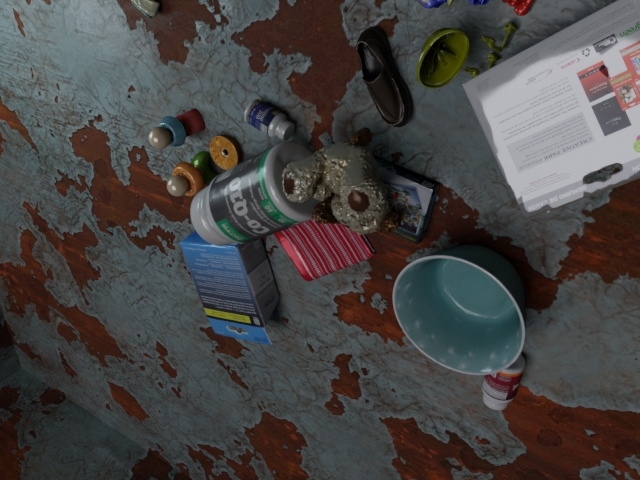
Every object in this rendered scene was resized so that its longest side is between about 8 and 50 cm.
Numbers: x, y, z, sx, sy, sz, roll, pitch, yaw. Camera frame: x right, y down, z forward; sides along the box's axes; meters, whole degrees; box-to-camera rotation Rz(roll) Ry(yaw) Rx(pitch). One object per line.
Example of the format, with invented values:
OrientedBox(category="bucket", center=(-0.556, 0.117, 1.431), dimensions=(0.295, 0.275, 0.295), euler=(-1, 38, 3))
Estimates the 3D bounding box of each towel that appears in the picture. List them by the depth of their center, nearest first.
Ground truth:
OrientedBox(category="towel", center=(0.000, 0.000, 1.702), dimensions=(0.274, 0.031, 0.199), euler=(-24, 103, 44))

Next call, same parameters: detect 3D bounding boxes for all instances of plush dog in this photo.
OrientedBox(category="plush dog", center=(0.074, -0.109, 1.427), dimensions=(0.262, 0.211, 0.225), euler=(15, 143, 33))

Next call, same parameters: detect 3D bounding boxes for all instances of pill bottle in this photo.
OrientedBox(category="pill bottle", center=(0.445, 0.342, 1.545), dimensions=(0.086, 0.086, 0.152), euler=(22, 130, 25))
OrientedBox(category="pill bottle", center=(-0.126, -0.299, 1.574), dimensions=(0.120, 0.067, 0.067), euler=(32, 133, 16))
OrientedBox(category="pill bottle", center=(-0.169, -0.107, 1.638), dimensions=(0.361, 0.204, 0.204), euler=(-19, 105, 44))

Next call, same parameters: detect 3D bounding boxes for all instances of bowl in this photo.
OrientedBox(category="bowl", center=(0.337, 0.134, 1.435), dimensions=(0.311, 0.163, 0.312), euler=(19, 127, 27))

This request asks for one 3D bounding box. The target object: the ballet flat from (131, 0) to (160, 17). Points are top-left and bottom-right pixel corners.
OrientedBox(category="ballet flat", center=(-0.485, -0.646, 1.643), dimensions=(0.168, 0.057, 0.052), euler=(38, 107, 7))

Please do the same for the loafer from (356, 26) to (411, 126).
OrientedBox(category="loafer", center=(0.124, -0.339, 1.345), dimensions=(0.080, 0.078, 0.220), euler=(-12, 110, 42))

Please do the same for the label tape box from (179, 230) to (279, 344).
OrientedBox(category="label tape box", center=(-0.264, 0.138, 1.942), dimensions=(0.249, 0.115, 0.348), euler=(4, 123, 36))

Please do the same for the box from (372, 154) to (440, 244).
OrientedBox(category="box", center=(0.155, -0.107, 1.499), dimensions=(0.233, 0.044, 0.159), euler=(27, 131, 21))

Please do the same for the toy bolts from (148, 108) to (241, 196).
OrientedBox(category="toy bolts", center=(-0.359, -0.243, 1.725), dimensions=(0.218, 0.158, 0.229), euler=(-18, 106, 43))

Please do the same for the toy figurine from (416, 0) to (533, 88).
OrientedBox(category="toy figurine", center=(0.256, -0.488, 1.143), dimensions=(0.217, 0.191, 0.363), euler=(62, 151, 31))

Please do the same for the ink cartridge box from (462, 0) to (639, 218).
OrientedBox(category="ink cartridge box", center=(0.449, -0.220, 1.075), dimensions=(0.309, 0.130, 0.272), euler=(-23, 92, 35))
